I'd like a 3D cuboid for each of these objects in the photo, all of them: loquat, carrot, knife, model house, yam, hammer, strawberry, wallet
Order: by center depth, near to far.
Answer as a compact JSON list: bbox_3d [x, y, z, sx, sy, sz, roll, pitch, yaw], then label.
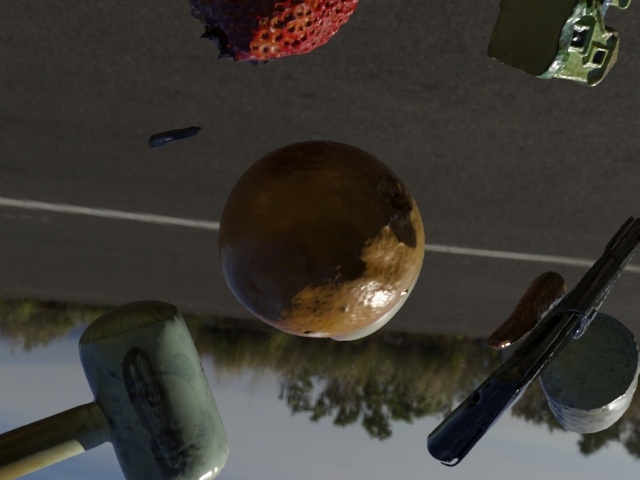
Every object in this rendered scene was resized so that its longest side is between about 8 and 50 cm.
[{"bbox_3d":[-0.252,0.192,0.768,0.305,0.202,0.113,-21,-176,-19],"label":"hammer"},{"bbox_3d":[0.237,0.094,0.814,0.045,0.318,0.172,42,139,17],"label":"wallet"},{"bbox_3d":[0.276,0.096,1.060,0.047,0.047,0.191,-1,-155,41],"label":"carrot"},{"bbox_3d":[0.380,0.208,1.148,0.133,0.133,0.330,4,159,17],"label":"yam"},{"bbox_3d":[0.000,0.000,1.260,0.328,0.328,0.328,7,170,1],"label":"loquat"},{"bbox_3d":[0.418,-0.368,1.300,0.189,0.214,0.195,4,-160,-27],"label":"model house"},{"bbox_3d":[-0.065,-0.431,1.316,0.238,0.250,0.288,48,128,-4],"label":"strawberry"},{"bbox_3d":[-0.304,-0.217,1.661,0.121,0.018,0.031,-11,142,13],"label":"knife"}]

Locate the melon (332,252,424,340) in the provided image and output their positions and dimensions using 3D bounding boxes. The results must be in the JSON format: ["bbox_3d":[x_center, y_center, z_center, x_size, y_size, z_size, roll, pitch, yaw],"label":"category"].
[{"bbox_3d":[0.089,0.064,1.696,0.223,0.317,0.223,32,-171,-6],"label":"melon"}]
